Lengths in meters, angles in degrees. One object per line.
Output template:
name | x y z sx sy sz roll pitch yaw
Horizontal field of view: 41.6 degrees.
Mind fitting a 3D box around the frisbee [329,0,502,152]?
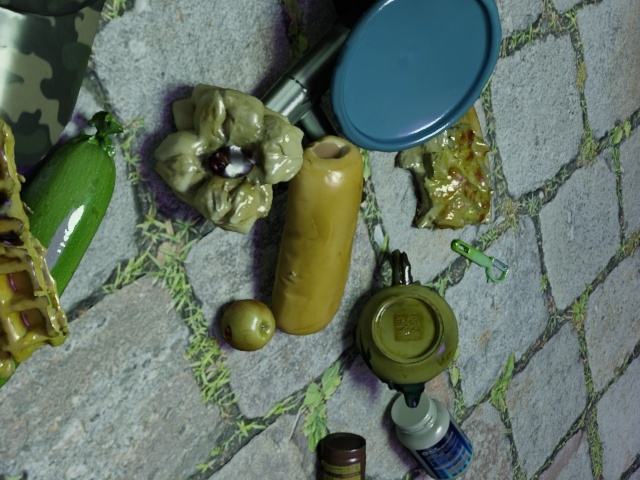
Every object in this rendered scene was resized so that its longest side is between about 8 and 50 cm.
frisbee | 0.135 -0.259 1.226 0.290 0.049 0.289 -20 136 -20

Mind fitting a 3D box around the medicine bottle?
medicine bottle | 0.208 0.365 1.585 0.107 0.107 0.191 -54 131 -22

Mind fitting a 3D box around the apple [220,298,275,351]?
apple | -0.106 0.126 1.242 0.084 0.071 0.083 -13 109 -44

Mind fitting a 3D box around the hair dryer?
hair dryer | 0.025 -0.220 1.312 0.320 0.156 0.284 -53 152 -7

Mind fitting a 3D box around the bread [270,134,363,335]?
bread | 0.000 0.000 1.254 0.142 0.091 0.305 -39 143 -55

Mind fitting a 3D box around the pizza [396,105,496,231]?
pizza | 0.244 -0.130 1.535 0.223 0.089 0.323 -40 124 -36

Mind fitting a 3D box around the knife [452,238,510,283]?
knife | 0.320 0.046 1.697 0.212 0.015 0.054 27 87 -46

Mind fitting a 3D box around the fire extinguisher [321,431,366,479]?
fire extinguisher | 0.054 0.460 1.473 0.106 0.075 0.252 -13 107 -44

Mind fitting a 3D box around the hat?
hat | -0.310 -0.280 0.867 0.366 0.257 0.381 6 76 -44

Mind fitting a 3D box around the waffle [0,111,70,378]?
waffle | -0.378 0.001 0.845 0.309 0.065 0.283 33 100 -14

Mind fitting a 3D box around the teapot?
teapot | 0.149 0.154 1.464 0.182 0.173 0.269 72 12 -73

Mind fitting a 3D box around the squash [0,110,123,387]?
squash | -0.329 0.016 0.976 0.101 0.101 0.378 40 69 -42

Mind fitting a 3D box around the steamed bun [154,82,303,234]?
steamed bun | -0.123 -0.120 1.109 0.192 0.106 0.177 38 82 -4
